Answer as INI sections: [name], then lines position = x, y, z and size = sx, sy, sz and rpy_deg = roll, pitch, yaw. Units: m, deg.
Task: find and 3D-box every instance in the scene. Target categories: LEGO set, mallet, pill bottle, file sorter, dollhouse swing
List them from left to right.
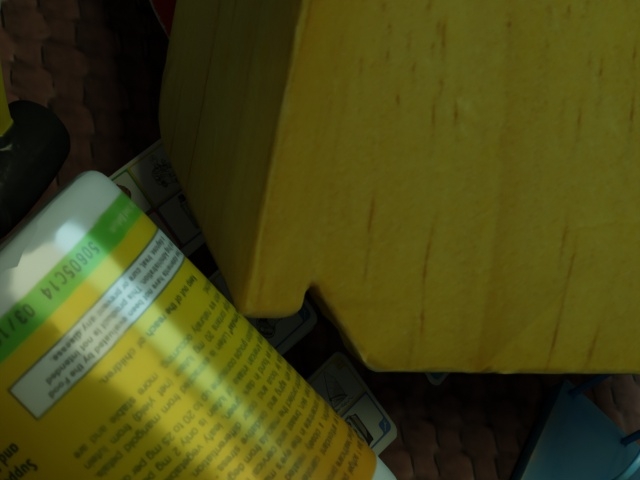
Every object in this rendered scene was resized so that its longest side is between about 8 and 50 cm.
[mallet]
position = -0.142, -0.077, 0.806
size = 0.039, 0.190, 0.062
rpy_deg = 16, 54, 16
[pill bottle]
position = -0.054, 0.103, 0.779
size = 0.246, 0.136, 0.136
rpy_deg = 46, 44, -7
[LEGO set]
position = 0.000, 0.000, 0.970
size = 0.182, 0.060, 0.244
rpy_deg = 54, 51, -7
[dollhouse swing]
position = 0.076, -0.138, 0.962
size = 0.346, 0.315, 0.305
rpy_deg = 2, 18, -30
[file sorter]
position = 0.190, 0.147, 0.981
size = 0.170, 0.104, 0.118
rpy_deg = 43, 45, -11

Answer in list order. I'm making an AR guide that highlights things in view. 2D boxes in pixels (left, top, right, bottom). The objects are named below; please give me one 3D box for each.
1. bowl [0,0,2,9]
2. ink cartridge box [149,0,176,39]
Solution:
[bowl]
position = -0.235, -0.184, 0.810
size = 0.297, 0.134, 0.298
rpy_deg = 20, 53, -30
[ink cartridge box]
position = -0.012, -0.269, 1.051
size = 0.308, 0.091, 0.385
rpy_deg = -4, 58, -42
